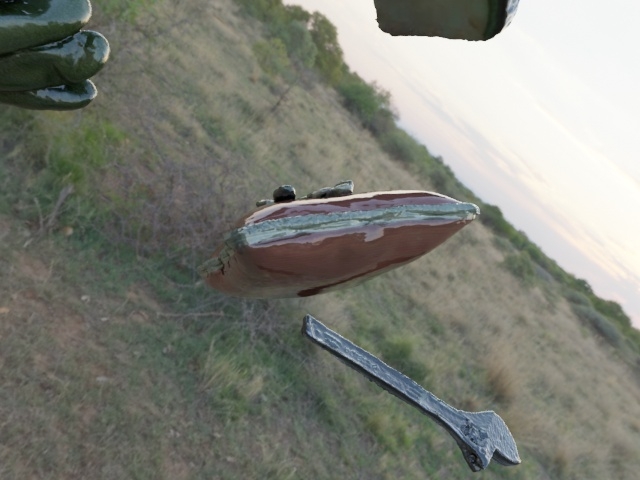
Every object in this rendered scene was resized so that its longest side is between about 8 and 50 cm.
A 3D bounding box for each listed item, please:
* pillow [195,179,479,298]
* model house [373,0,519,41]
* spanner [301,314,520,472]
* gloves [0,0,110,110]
[{"bbox_3d":[0.000,0.000,0.396,0.179,0.172,0.075,145,-62,-68],"label":"pillow"},{"bbox_3d":[0.191,-0.478,0.712,0.243,0.284,0.298,18,-32,34],"label":"model house"},{"bbox_3d":[0.113,0.182,0.622,0.325,0.026,0.093,35,35,-9],"label":"spanner"},{"bbox_3d":[-0.252,-0.153,0.287,0.268,0.107,0.135,29,18,-30],"label":"gloves"}]
